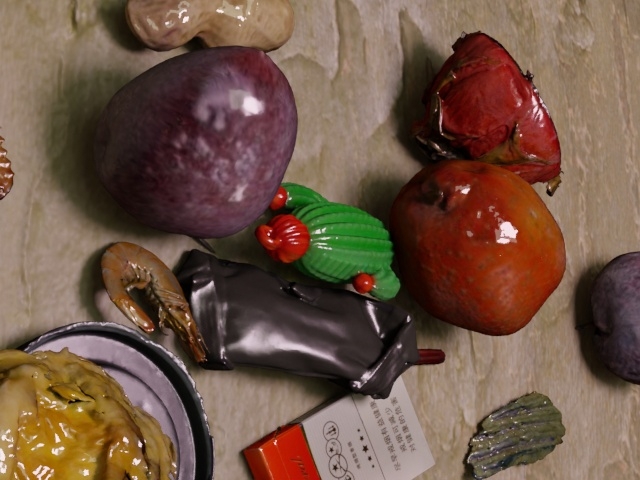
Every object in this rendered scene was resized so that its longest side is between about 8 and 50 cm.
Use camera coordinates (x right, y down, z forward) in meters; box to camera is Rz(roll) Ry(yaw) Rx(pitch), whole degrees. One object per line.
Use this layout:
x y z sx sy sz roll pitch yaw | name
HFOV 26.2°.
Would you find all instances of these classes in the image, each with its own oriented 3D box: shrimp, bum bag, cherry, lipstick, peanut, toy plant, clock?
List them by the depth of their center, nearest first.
-0.235 0.223 1.413 0.281 0.055 0.280 11 72 -38 | clock
-0.178 0.067 1.476 0.162 0.045 0.095 55 19 11 | shrimp
-0.132 -0.101 1.485 0.213 0.266 0.183 2 42 -40 | cherry
-0.027 0.108 1.592 0.326 0.080 0.142 17 61 -23 | bum bag
-0.128 -0.263 1.598 0.228 0.086 0.104 -1 83 -38 | peanut
0.000 -0.007 1.620 0.240 0.088 0.154 25 30 -36 | toy plant
0.090 0.145 1.716 0.176 0.027 0.027 3 77 -39 | lipstick
0.471 0.108 1.935 0.195 0.195 0.195 11 73 -37 | cherry

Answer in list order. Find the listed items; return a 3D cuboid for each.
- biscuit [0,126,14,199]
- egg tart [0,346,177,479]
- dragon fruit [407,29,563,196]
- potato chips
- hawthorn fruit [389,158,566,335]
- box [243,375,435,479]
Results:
-0.431 -0.140 1.368 0.237 0.013 0.232 -11 87 -40 | biscuit
-0.251 0.229 1.286 0.297 0.132 0.297 16 63 -35 | egg tart
0.197 -0.143 1.792 0.148 0.218 0.223 -32 143 -10 | dragon fruit
0.258 0.257 1.828 0.207 0.028 0.092 -11 85 -42 | potato chips
0.184 -0.008 1.694 0.262 0.211 0.210 54 48 -46 | hawthorn fruit
0.028 0.257 1.632 0.245 0.035 0.139 -27 97 -40 | box
